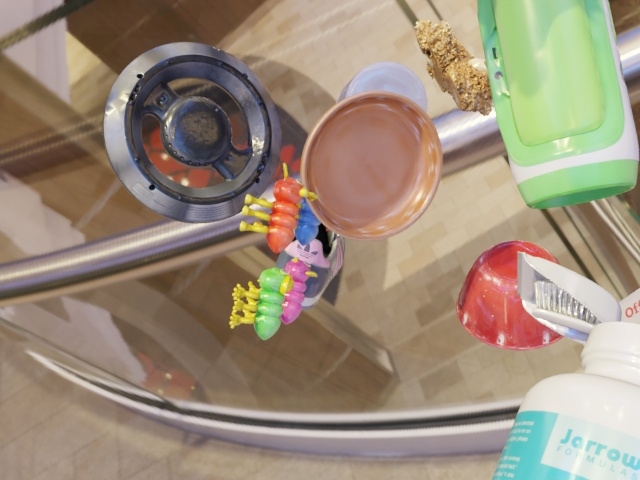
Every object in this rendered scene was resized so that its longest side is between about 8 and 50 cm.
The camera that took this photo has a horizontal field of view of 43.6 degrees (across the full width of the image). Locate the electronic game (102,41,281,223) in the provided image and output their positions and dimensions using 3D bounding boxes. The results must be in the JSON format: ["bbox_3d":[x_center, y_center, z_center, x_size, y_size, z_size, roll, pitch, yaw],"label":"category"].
[{"bbox_3d":[-0.156,-0.135,1.005,0.048,0.229,0.229,-11,51,65],"label":"electronic game"}]

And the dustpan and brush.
[{"bbox_3d":[0.315,0.097,0.908,0.211,0.147,0.060,20,70,22],"label":"dustpan and brush"}]

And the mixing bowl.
[{"bbox_3d":[0.291,0.065,1.190,0.181,0.098,0.181,-7,40,6],"label":"mixing bowl"}]

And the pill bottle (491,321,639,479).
[{"bbox_3d":[0.179,0.190,0.522,0.146,0.146,0.264,10,66,41],"label":"pill bottle"}]

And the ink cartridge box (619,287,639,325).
[{"bbox_3d":[0.530,0.149,1.031,0.171,0.168,0.233,126,138,-53],"label":"ink cartridge box"}]

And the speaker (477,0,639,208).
[{"bbox_3d":[0.239,-0.188,0.824,0.131,0.131,0.297,-13,82,31],"label":"speaker"}]

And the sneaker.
[{"bbox_3d":[0.000,0.000,1.408,0.319,0.112,0.131,-71,2,-65],"label":"sneaker"}]

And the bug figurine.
[{"bbox_3d":[-0.041,0.012,1.032,0.072,0.279,0.216,13,95,8],"label":"bug figurine"}]

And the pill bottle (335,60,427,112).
[{"bbox_3d":[0.088,-0.206,1.258,0.124,0.124,0.221,-48,7,1],"label":"pill bottle"}]

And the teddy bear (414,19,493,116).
[{"bbox_3d":[0.328,-0.426,1.929,0.113,0.245,0.338,-27,19,4],"label":"teddy bear"}]

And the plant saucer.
[{"bbox_3d":[0.066,-0.099,1.060,0.200,0.200,0.037,-50,26,-1],"label":"plant saucer"}]
